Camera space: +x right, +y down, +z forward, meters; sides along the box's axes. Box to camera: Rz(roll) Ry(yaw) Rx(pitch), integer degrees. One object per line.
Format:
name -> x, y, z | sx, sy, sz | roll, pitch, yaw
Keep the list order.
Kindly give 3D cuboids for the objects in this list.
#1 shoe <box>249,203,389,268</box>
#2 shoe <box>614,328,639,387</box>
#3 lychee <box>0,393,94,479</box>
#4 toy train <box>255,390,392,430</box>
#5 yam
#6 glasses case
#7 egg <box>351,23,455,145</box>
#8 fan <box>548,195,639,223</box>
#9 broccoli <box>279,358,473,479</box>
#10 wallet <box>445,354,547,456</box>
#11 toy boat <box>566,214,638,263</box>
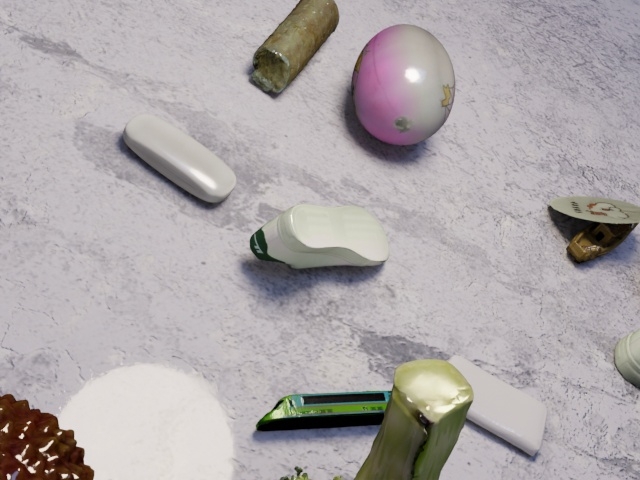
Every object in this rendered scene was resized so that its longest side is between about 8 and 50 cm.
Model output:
shoe -> 0.000, 0.000, 1.408 | 0.265, 0.110, 0.095 | 13, 60, -53
shoe -> 0.692, 0.239, 1.520 | 0.363, 0.160, 0.131 | 31, 47, 0
lychee -> -0.354, 0.286, 0.840 | 0.306, 0.306, 0.330 | 29, 42, -3
toy train -> 0.007, 0.232, 1.246 | 0.209, 0.044, 0.042 | 3, 53, -26
yam -> -0.047, -0.374, 1.693 | 0.093, 0.093, 0.259 | 32, 45, -1
glasses case -> -0.222, -0.131, 1.425 | 0.197, 0.049, 0.076 | 35, 46, 3
egg -> 0.154, -0.291, 1.662 | 0.196, 0.196, 0.271 | 29, 34, -4
fan -> 0.600, -0.050, 1.709 | 0.329, 0.009, 0.190 | 5, 17, 6
broccoli -> 0.064, 0.286, 1.031 | 0.221, 0.361, 0.252 | 8, 12, -14
wallet -> 0.260, 0.247, 1.375 | 0.190, 0.033, 0.095 | 31, 44, -2
toy boat -> 0.541, -0.014, 1.714 | 0.206, 0.072, 0.064 | -25, 69, -39
